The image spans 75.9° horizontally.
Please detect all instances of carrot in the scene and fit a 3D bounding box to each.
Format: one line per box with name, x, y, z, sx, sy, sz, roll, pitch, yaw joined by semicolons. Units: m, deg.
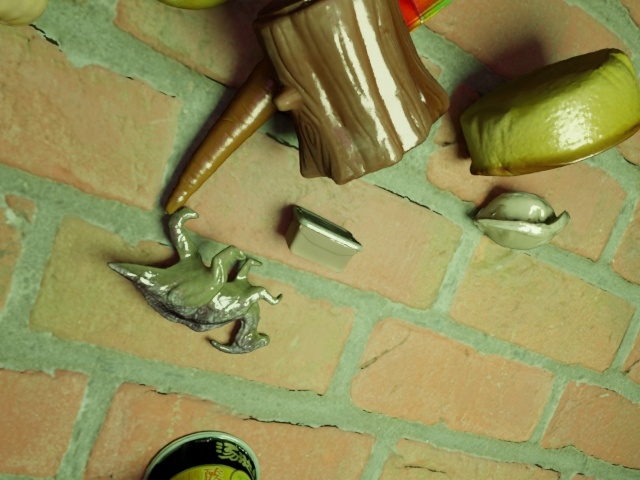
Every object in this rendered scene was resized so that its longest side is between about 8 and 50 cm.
carrot;-0.132;-0.172;0.632;0.069;0.069;0.336;39;93;-20

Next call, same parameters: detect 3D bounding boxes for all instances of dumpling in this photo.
dumpling;0.392;-0.038;0.781;0.198;0.136;0.119;-9;96;-26

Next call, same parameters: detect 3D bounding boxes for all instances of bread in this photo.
bread;0.370;-0.198;0.678;0.269;0.270;0.148;-30;107;-10

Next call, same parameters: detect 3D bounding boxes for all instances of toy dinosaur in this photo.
toy dinosaur;-0.172;0.079;0.655;0.294;0.077;0.162;41;87;-21

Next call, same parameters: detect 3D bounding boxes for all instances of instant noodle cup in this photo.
instant noodle cup;-0.187;0.460;0.642;0.215;0.236;0.216;-2;99;-15

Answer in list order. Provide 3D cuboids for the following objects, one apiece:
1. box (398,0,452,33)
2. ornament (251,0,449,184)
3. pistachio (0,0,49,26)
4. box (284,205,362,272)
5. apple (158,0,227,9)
box;0.141;-0.454;0.645;0.313;0.089;0.198;-38;110;-6
ornament;0.035;-0.233;0.557;0.235;0.221;0.218;-23;125;9
pistachio;-0.393;-0.359;0.464;0.157;0.157;0.230;1;88;-17
box;0.000;0.000;0.691;0.122;0.089;0.062;24;104;-19
apple;-0.165;-0.412;0.493;0.236;0.207;0.237;-3;99;-18
